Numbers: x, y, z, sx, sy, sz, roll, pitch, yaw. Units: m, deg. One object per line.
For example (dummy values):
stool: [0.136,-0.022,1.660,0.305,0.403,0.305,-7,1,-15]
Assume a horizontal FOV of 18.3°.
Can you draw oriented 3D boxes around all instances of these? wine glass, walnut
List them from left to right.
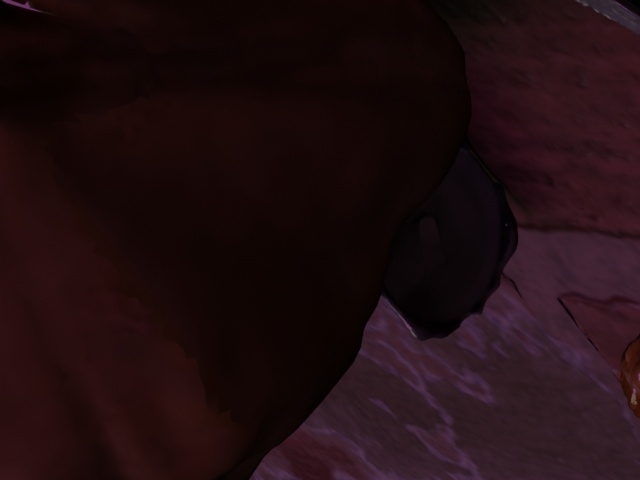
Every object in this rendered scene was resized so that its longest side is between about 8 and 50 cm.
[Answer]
walnut: [-0.128,-0.046,0.724,0.383,0.383,0.383,31,157,15]
wine glass: [0.000,0.000,0.955,0.183,0.122,0.122,-1,138,49]

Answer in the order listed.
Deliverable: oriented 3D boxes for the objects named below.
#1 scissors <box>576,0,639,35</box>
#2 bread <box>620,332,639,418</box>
scissors: [0.076,-0.108,0.744,0.189,0.015,0.100,34,160,5]
bread: [0.206,0.087,0.896,0.157,0.044,0.052,28,151,19]
